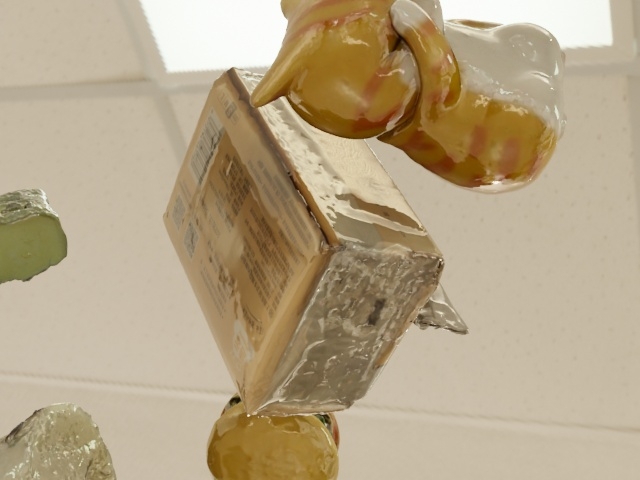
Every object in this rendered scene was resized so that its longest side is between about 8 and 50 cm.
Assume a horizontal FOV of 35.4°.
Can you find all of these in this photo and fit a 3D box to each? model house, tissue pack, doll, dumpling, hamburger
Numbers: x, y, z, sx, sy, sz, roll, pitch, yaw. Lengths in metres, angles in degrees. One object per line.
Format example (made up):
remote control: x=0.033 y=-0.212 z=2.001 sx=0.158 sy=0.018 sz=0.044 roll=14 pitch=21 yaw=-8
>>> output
model house: x=-0.259 y=-0.012 z=0.836 sx=0.079 sy=0.083 sz=0.066 roll=-20 pitch=-51 yaw=-15
tissue pack: x=0.000 y=0.000 z=1.018 sx=0.239 sy=0.305 sz=0.238 roll=-14 pitch=-47 yaw=-16
doll: x=0.093 y=-0.140 z=0.881 sx=0.270 sy=0.166 sz=0.162 roll=26 pitch=-43 yaw=-18
dumpling: x=-0.331 y=0.337 z=1.156 sx=0.243 sy=0.175 sz=0.227 roll=-40 pitch=-46 yaw=8
hamburger: x=-0.052 y=0.242 z=1.158 sx=0.162 sy=0.115 sz=0.162 roll=2 pitch=-73 yaw=7
